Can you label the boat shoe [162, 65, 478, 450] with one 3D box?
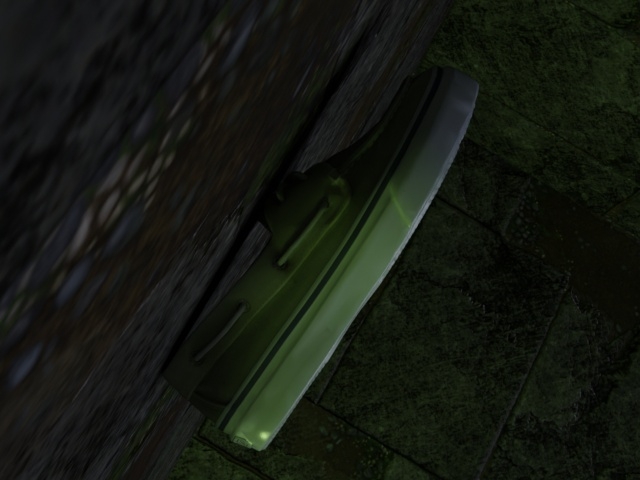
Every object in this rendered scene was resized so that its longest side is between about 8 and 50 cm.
[{"bbox_3d":[0.000,0.000,0.609,0.302,0.094,0.109,-58,-178,-2],"label":"boat shoe"}]
